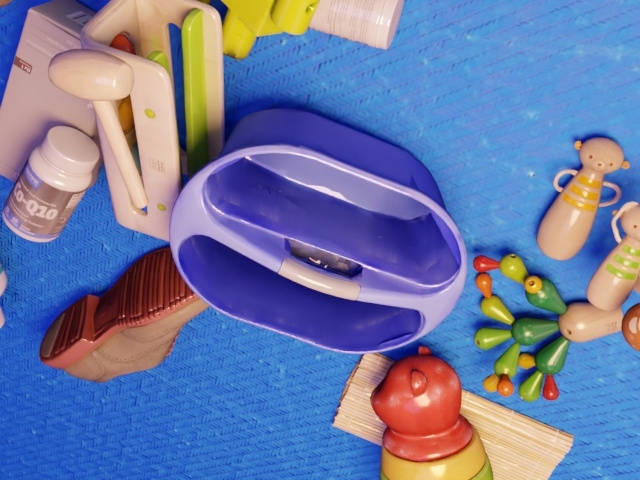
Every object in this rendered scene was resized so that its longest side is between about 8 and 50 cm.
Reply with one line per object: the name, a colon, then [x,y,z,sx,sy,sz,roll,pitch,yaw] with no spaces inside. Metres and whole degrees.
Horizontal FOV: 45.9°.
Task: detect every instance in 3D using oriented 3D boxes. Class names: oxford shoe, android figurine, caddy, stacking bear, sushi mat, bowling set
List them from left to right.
oxford shoe: [-0.246,0.111,1.107,0.348,0.123,0.130,-25,132,25]
android figurine: [-0.075,-0.335,0.793,0.248,0.056,0.273,50,135,17]
caddy: [0.000,0.000,0.876,0.341,0.179,0.241,19,122,-12]
stacking bear: [0.144,0.289,1.012,0.164,0.175,0.288,-5,106,22]
sushi mat: [0.181,0.273,1.088,0.317,0.019,0.151,22,121,6]
bowling set: [0.383,0.022,0.801,0.287,0.200,0.154,20,119,3]

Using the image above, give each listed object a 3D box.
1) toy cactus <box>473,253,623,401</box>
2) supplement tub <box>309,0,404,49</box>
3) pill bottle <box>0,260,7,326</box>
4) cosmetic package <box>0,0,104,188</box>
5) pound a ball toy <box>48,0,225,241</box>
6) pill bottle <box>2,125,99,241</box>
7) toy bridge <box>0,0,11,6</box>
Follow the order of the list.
toy cactus: [0.279,0.108,0.936,0.181,0.112,0.218,-11,104,12]
supplement tub: [0.032,-0.258,0.836,0.107,0.071,0.071,19,120,8]
pill bottle: [-0.562,0.022,1.121,0.146,0.146,0.264,-5,114,20]
cosmetic package: [-0.329,-0.174,0.975,0.127,0.107,0.238,28,118,-2]
pound a ball toy: [-0.212,-0.129,0.842,0.136,0.208,0.319,20,142,11]
pill bottle: [-0.330,-0.069,0.930,0.078,0.078,0.137,38,120,-3]
toy bridge: [-0.355,-0.336,0.924,0.188,0.063,0.026,-25,106,26]
